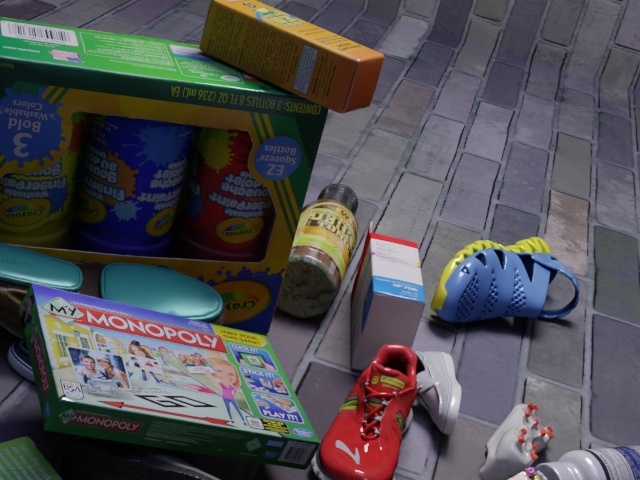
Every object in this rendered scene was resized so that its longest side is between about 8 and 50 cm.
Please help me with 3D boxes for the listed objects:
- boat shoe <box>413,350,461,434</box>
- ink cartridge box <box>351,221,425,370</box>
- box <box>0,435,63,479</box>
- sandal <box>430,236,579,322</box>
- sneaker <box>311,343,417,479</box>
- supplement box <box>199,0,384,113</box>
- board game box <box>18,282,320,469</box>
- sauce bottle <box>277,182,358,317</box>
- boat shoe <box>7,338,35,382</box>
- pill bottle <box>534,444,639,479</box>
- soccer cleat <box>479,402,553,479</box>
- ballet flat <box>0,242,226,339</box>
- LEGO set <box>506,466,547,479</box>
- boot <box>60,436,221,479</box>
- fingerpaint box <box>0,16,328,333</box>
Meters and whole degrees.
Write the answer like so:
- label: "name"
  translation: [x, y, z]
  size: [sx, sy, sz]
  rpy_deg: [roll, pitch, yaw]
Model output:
- label: "boat shoe"
  translation: [0.151, 0.200, 1.562]
  size: [0.063, 0.066, 0.184]
  rpy_deg: [10, 27, -4]
- label: "ink cartridge box"
  translation: [0.095, 0.081, 1.688]
  size: [0.078, 0.134, 0.231]
  rpy_deg: [12, 27, -5]
- label: "box"
  translation: [-0.366, 0.308, 1.082]
  size: [0.322, 0.058, 0.232]
  rpy_deg: [-11, 36, -40]
- label: "sandal"
  translation: [0.306, 0.074, 1.840]
  size: [0.317, 0.126, 0.138]
  rpy_deg: [-13, 41, -42]
- label: "sneaker"
  translation: [0.063, 0.213, 1.426]
  size: [0.107, 0.118, 0.279]
  rpy_deg: [17, 26, 5]
- label: "supplement box"
  translation: [-0.040, -0.243, 1.485]
  size: [0.233, 0.080, 0.078]
  rpy_deg: [25, 25, 23]
- label: "board game box"
  translation: [-0.175, 0.157, 1.319]
  size: [0.317, 0.046, 0.213]
  rpy_deg: [15, 25, -31]
- label: "sauce bottle"
  translation: [0.000, 0.000, 1.827]
  size: [0.112, 0.111, 0.344]
  rpy_deg: [16, 26, 2]
- label: "boat shoe"
  translation: [-0.297, 0.142, 1.415]
  size: [0.183, 0.083, 0.065]
  rpy_deg: [20, 26, 11]
- label: "pill bottle"
  translation: [0.347, 0.305, 1.426]
  size: [0.170, 0.094, 0.094]
  rpy_deg: [1, 29, -26]
- label: "soccer cleat"
  translation: [0.251, 0.262, 1.500]
  size: [0.068, 0.076, 0.196]
  rpy_deg: [56, 20, 6]
- label: "ballet flat"
  translation: [-0.298, 0.090, 1.466]
  size: [0.343, 0.124, 0.116]
  rpy_deg: [10, 37, -17]
- label: "LEGO set"
  translation: [0.271, 0.322, 1.300]
  size: [0.287, 0.132, 0.107]
  rpy_deg: [-6, 40, -35]
- label: "boot"
  translation: [-0.153, 0.249, 1.291]
  size: [0.247, 0.083, 0.161]
  rpy_deg: [22, 21, 10]
- label: "fingerpaint box"
  translation: [-0.252, -0.075, 1.543]
  size: [0.445, 0.371, 0.163]
  rpy_deg: [6, 28, -21]
